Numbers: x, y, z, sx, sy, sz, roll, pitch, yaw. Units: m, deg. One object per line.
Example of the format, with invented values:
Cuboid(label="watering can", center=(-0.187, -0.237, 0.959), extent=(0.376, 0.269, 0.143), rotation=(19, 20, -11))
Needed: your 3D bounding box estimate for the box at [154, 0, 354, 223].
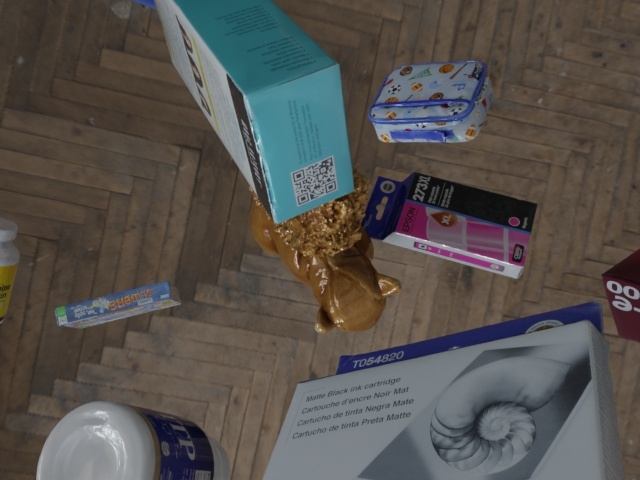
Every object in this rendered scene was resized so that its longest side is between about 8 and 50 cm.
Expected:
Cuboid(label="box", center=(-0.060, -0.128, 0.464), extent=(0.060, 0.244, 0.100), rotation=(-23, 137, -13))

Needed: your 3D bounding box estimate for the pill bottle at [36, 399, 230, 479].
Cuboid(label="pill bottle", center=(-0.163, 0.220, 0.612), extent=(0.112, 0.186, 0.111), rotation=(-7, 67, 16))

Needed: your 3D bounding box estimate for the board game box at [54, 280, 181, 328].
Cuboid(label="board game box", center=(-0.370, 0.121, 1.196), extent=(0.201, 0.136, 0.035), rotation=(-14, 81, -6))

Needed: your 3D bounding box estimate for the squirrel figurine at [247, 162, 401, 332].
Cuboid(label="squirrel figurine", center=(0.000, 0.000, 1.304), extent=(0.281, 0.397, 0.370), rotation=(-24, 54, 1))

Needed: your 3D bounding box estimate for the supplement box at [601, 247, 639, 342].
Cuboid(label="supplement box", center=(0.370, 0.011, 0.521), extent=(0.240, 0.130, 0.073), rotation=(-31, 110, -14))

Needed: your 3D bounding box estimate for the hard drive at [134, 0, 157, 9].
Cuboid(label="hard drive", center=(-0.325, -0.638, 1.519), extent=(0.040, 0.319, 0.210), rotation=(44, 113, 28))

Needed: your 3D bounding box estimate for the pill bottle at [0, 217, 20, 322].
Cuboid(label="pill bottle", center=(-0.593, 0.054, 1.130), extent=(0.103, 0.103, 0.184), rotation=(17, 102, -8))

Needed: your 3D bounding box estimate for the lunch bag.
Cuboid(label="lunch bag", center=(0.287, -0.350, 1.645), extent=(0.243, 0.304, 0.115), rotation=(-62, 139, -31))

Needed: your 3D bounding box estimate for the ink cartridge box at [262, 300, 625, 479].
Cuboid(label="ink cartridge box", center=(0.069, 0.120, 0.407), extent=(0.223, 0.224, 0.045), rotation=(-19, 117, 28))

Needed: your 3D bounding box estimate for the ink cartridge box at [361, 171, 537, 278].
Cuboid(label="ink cartridge box", center=(0.284, -0.048, 1.444), extent=(0.371, 0.069, 0.175), rotation=(15, 61, 12))
